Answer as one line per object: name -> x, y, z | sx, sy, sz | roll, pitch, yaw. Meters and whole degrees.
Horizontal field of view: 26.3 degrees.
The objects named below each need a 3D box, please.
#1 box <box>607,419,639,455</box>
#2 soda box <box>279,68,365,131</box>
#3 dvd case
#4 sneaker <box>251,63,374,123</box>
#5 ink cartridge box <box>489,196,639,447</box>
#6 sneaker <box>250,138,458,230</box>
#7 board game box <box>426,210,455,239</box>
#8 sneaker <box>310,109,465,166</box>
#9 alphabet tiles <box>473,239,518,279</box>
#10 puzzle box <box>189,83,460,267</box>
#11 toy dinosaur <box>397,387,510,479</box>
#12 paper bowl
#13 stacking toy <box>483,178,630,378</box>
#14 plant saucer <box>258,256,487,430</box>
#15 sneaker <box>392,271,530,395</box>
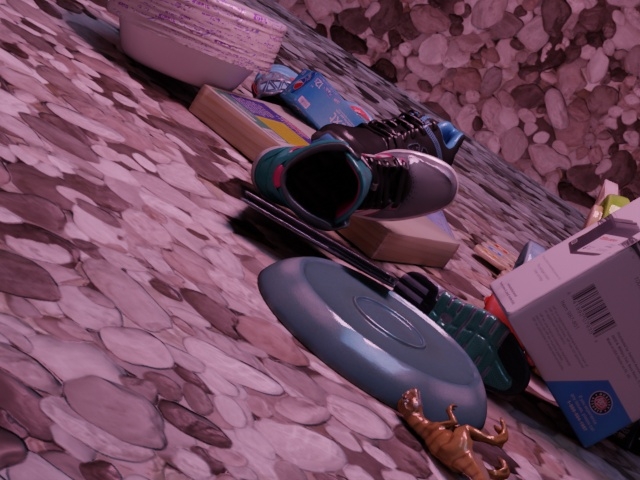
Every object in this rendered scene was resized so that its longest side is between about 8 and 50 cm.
box -> 0.451, 0.241, 1.939 | 0.180, 0.077, 0.147 | 29, 14, -19
soda box -> 0.029, -0.198, 2.363 | 0.210, 0.067, 0.071 | 47, -9, -26
dvd case -> 0.000, 0.000, 1.773 | 0.221, 0.018, 0.164 | 31, 0, 2
sneaker -> -0.013, -0.206, 2.443 | 0.262, 0.104, 0.125 | 27, 30, -4
ink cartridge box -> 0.410, 0.085, 1.764 | 0.223, 0.307, 0.129 | 58, 5, -18
sneaker -> 0.060, -0.077, 1.868 | 0.296, 0.123, 0.178 | 2, 9, -9
board game box -> 0.160, -0.058, 2.414 | 0.145, 0.027, 0.281 | 32, 14, -11
sneaker -> 0.108, -0.156, 2.177 | 0.125, 0.139, 0.341 | 43, 17, 27
alphabet tiles -> 0.399, 0.091, 2.460 | 0.278, 0.021, 0.284 | 37, 14, 11
puzzle box -> 0.009, -0.100, 2.164 | 0.409, 0.052, 0.272 | 40, 15, 25
toy dinosaur -> 0.146, 0.220, 1.392 | 0.112, 0.064, 0.211 | 5, 17, -27
paper bowl -> -0.208, -0.336, 2.215 | 0.284, 0.148, 0.284 | 22, 8, -3
stacking toy -> 0.331, 0.030, 2.011 | 0.130, 0.279, 0.309 | 23, 15, 2
plant saucer -> 0.072, 0.109, 1.608 | 0.318, 0.043, 0.317 | 32, 14, -9
sneaker -> 0.195, 0.120, 1.778 | 0.224, 0.083, 0.098 | 42, 8, 28
